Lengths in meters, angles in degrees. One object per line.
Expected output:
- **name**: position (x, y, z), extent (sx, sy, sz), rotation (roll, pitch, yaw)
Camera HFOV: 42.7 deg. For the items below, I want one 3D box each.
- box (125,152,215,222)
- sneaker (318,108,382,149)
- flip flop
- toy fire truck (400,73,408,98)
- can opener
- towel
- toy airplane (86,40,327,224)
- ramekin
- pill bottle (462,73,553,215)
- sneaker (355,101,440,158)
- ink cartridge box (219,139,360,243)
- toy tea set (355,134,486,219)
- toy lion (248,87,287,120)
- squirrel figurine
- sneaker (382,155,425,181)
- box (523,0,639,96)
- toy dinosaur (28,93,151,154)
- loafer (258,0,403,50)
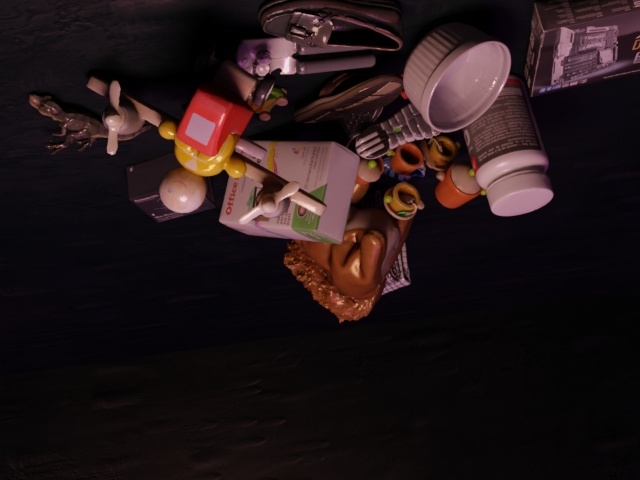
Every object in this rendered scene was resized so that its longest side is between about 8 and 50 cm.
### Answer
- **box**: position (-0.350, -0.125, 1.929), extent (0.156, 0.093, 0.158), rotation (-15, 157, 10)
- **sneaker**: position (0.075, -0.267, 1.829), extent (0.097, 0.084, 0.235), rotation (-32, 174, -40)
- **flip flop**: position (0.050, -0.305, 1.699), extent (0.112, 0.080, 0.277), rotation (3, 170, -42)
- **toy fire truck**: position (0.274, -0.341, 1.739), extent (0.192, 0.047, 0.135), rotation (-21, 155, 23)
- **can opener**: position (-0.031, -0.356, 1.536), extent (0.280, 0.093, 0.074), rotation (-8, 126, -15)
- **towel**: position (0.112, 0.017, 2.245), extent (0.121, 0.283, 0.235), rotation (10, 153, -43)
- **toy airplane**: position (-0.218, -0.172, 1.544), extent (0.386, 0.272, 0.384), rotation (17, 164, 40)
- **ramekin**: position (0.259, -0.326, 1.599), extent (0.207, 0.109, 0.207), rotation (-26, 146, -20)
- **pill bottle**: position (0.407, -0.208, 1.810), extent (0.161, 0.283, 0.161), rotation (-9, 158, -4)
- **sneaker**: position (0.174, -0.243, 1.788), extent (0.229, 0.086, 0.132), rotation (-22, -178, -5)
- **ink cartridge box**: position (-0.072, -0.111, 1.818), extent (0.278, 0.201, 0.117), rotation (6, 169, 36)
- **toy tea set**: position (0.232, -0.161, 1.890), extent (0.336, 0.200, 0.124), rotation (-14, 161, -30)
- **toy lion**: position (-0.132, -0.291, 1.703), extent (0.096, 0.034, 0.100), rotation (17, 147, -36)
- **squirrel figurine**: position (0.000, 0.000, 2.040), extent (0.370, 0.281, 0.397), rotation (24, 130, 14)
- **sneaker**: position (0.201, -0.182, 2.089), extent (0.144, 0.059, 0.053), rotation (-9, 161, -2)
- **box**: position (0.578, -0.414, 1.655), extent (0.307, 0.076, 0.242), rotation (-12, 158, 3)
- **toy dinosaur**: position (-0.485, -0.223, 1.669), extent (0.118, 0.064, 0.268), rotation (-33, 153, 32)
- **loafer**: position (0.026, -0.383, 1.463), extent (0.268, 0.084, 0.096), rotation (-4, 158, -15)
